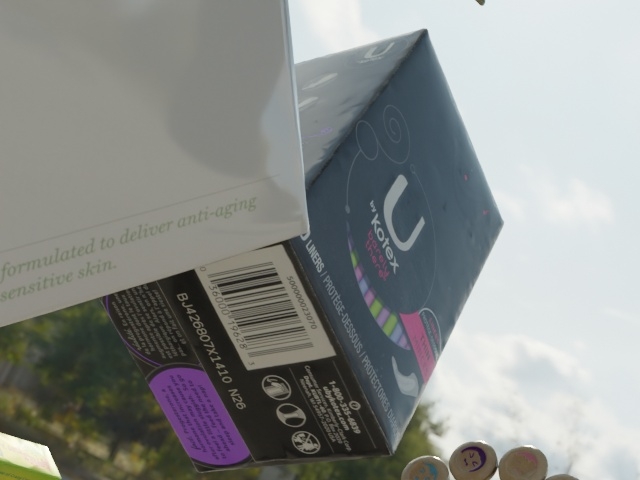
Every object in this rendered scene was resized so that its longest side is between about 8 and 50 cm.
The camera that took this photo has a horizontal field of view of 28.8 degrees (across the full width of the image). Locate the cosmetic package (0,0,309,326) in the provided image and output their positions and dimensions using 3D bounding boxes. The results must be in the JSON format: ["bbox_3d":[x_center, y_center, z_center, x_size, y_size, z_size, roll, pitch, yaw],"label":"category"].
[{"bbox_3d":[-0.181,-0.093,0.588,0.197,0.155,0.365,-16,24,-26],"label":"cosmetic package"}]

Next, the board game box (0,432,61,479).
[{"bbox_3d":[-0.328,0.249,1.112,0.092,0.181,0.043,32,15,-48],"label":"board game box"}]

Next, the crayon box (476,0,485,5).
[{"bbox_3d":[0.092,-0.319,0.704,0.081,0.318,0.202,-1,-13,35],"label":"crayon box"}]

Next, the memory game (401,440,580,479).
[{"bbox_3d":[0.106,0.216,0.869,0.186,0.186,0.012,17,-35,37],"label":"memory game"}]

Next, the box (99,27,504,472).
[{"bbox_3d":[0.000,0.000,0.806,0.143,0.270,0.165,-11,-63,29],"label":"box"}]
